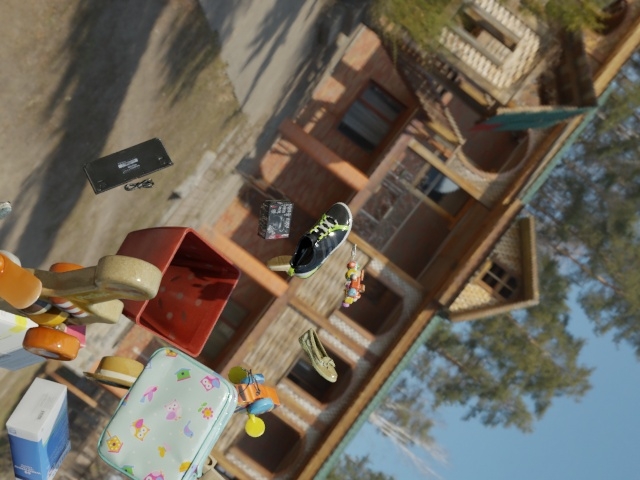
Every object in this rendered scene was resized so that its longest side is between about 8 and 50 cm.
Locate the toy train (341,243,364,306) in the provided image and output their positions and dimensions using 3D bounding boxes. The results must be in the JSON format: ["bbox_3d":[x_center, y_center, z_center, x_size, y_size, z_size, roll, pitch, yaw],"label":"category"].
[{"bbox_3d":[0.088,0.093,1.621,0.166,0.046,0.125,-81,-175,-48],"label":"toy train"}]

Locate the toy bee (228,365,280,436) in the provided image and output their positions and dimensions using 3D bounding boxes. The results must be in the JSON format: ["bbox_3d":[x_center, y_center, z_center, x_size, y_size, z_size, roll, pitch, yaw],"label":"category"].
[{"bbox_3d":[-0.222,0.428,1.833,0.162,0.298,0.195,-23,-136,0],"label":"toy bee"}]

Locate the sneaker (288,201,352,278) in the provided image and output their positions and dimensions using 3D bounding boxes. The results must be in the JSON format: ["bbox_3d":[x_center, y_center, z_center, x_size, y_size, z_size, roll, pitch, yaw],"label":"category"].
[{"bbox_3d":[0.000,0.000,1.696,0.234,0.084,0.097,-57,158,-6],"label":"sneaker"}]

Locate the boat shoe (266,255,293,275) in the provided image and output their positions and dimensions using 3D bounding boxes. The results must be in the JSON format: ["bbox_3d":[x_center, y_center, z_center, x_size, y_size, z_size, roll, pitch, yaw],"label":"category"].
[{"bbox_3d":[-0.087,0.083,2.110,0.063,0.170,0.059,-114,-159,-58],"label":"boat shoe"}]

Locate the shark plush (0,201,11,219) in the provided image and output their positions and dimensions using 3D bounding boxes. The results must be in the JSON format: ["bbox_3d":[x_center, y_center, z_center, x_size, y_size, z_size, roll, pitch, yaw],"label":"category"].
[{"bbox_3d":[-0.948,-0.056,1.901,0.161,0.067,0.073,-41,157,3],"label":"shark plush"}]

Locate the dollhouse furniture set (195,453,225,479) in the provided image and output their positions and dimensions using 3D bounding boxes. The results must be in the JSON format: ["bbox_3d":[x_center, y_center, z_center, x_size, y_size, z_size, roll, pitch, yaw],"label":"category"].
[{"bbox_3d":[-0.324,0.612,1.850,0.123,0.144,0.151,-44,-177,22],"label":"dollhouse furniture set"}]

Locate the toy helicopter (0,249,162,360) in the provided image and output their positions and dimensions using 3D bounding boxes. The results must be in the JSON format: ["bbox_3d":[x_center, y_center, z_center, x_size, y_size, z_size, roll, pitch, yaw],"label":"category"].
[{"bbox_3d":[-0.363,0.060,0.927,0.355,0.235,0.140,-12,-124,38],"label":"toy helicopter"}]

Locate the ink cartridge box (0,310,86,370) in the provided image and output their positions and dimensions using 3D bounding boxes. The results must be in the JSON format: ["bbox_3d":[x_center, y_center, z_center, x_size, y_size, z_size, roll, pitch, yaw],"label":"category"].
[{"bbox_3d":[-0.850,0.194,1.725,0.279,0.385,0.160,-18,-119,21],"label":"ink cartridge box"}]

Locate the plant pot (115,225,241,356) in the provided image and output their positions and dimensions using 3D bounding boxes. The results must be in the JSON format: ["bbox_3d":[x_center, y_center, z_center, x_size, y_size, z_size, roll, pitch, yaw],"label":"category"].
[{"bbox_3d":[-0.419,0.113,1.754,0.267,0.236,0.267,-64,146,-17],"label":"plant pot"}]

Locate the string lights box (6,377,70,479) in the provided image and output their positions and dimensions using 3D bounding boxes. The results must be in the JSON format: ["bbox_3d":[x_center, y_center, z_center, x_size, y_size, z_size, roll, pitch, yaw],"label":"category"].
[{"bbox_3d":[-0.644,0.454,1.532,0.133,0.077,0.259,-73,179,-51],"label":"string lights box"}]

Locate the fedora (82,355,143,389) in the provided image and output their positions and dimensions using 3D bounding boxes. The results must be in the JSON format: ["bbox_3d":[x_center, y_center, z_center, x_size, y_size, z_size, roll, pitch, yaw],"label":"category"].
[{"bbox_3d":[-0.569,0.373,1.882,0.194,0.195,0.079,135,-31,-66],"label":"fedora"}]

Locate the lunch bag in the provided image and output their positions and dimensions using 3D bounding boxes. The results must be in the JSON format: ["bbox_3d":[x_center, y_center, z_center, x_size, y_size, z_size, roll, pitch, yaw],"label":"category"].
[{"bbox_3d":[-0.318,0.391,1.417,0.279,0.224,0.108,-60,172,-15],"label":"lunch bag"}]

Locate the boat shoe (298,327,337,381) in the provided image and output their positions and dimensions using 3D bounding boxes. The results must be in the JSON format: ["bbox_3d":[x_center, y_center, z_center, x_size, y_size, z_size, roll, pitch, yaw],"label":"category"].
[{"bbox_3d":[0.001,0.298,1.728,0.048,0.153,0.056,-45,148,14],"label":"boat shoe"}]

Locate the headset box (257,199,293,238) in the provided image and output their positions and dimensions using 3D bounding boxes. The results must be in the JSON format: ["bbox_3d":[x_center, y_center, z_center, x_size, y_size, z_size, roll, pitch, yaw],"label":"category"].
[{"bbox_3d":[-0.094,-0.040,1.372,0.062,0.032,0.083,-6,114,-40],"label":"headset box"}]

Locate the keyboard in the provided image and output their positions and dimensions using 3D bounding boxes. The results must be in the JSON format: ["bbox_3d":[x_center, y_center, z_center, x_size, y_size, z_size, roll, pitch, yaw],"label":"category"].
[{"bbox_3d":[-0.413,-0.151,1.453,0.180,0.108,0.023,-25,163,-18],"label":"keyboard"}]
